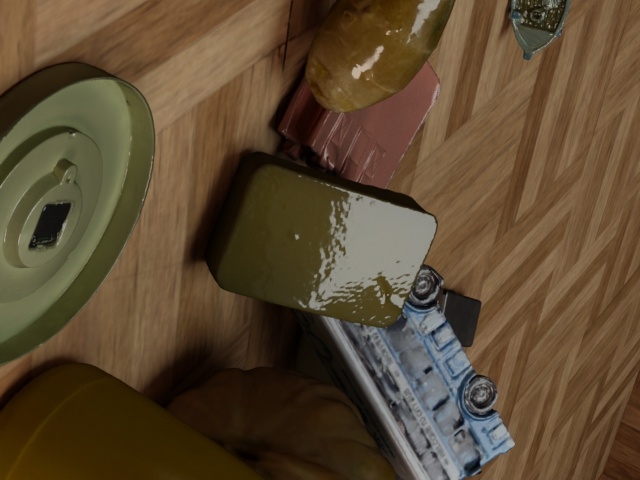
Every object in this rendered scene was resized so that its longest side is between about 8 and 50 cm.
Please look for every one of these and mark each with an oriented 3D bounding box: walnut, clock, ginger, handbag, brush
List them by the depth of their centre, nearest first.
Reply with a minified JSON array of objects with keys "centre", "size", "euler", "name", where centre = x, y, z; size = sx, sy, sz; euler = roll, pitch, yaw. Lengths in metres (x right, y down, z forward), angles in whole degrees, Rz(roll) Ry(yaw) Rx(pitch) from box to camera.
[{"centre":[-0.200,-0.015,1.111],"size":[0.235,0.029,0.235],"euler":[-49,155,-32],"name":"clock"},{"centre":[0.058,-0.288,1.230],"size":[0.348,0.122,0.363],"euler":[-54,143,0],"name":"ginger"},{"centre":[0.000,0.000,1.420],"size":[0.197,0.059,0.123],"euler":[16,107,-28],"name":"brush"},{"centre":[-0.061,0.266,1.460],"size":[0.285,0.285,0.296],"euler":[92,11,-49],"name":"walnut"},{"centre":[0.037,-0.128,1.494],"size":[0.157,0.059,0.212],"euler":[-63,158,-3],"name":"handbag"}]

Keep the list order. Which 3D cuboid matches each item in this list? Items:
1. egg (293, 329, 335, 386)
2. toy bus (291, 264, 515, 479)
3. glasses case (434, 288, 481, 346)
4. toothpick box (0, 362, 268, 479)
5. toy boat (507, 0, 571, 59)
[{"centre":[0.052,0.121,1.702],"size":[0.151,0.151,0.209],"euler":[-9,121,-65],"name":"egg"},{"centre":[0.074,0.111,1.570],"size":[0.131,0.106,0.297],"euler":[-35,109,-16],"name":"toy bus"},{"centre":[0.177,0.105,2.132],"size":[0.190,0.042,0.072],"euler":[19,91,-69],"name":"glasses case"},{"centre":[-0.130,0.227,1.227],"size":[0.175,0.271,0.175],"euler":[-50,156,-32],"name":"toothpick box"},{"centre":[0.257,-0.288,1.801],"size":[0.059,0.069,0.173],"euler":[-61,165,-48],"name":"toy boat"}]
